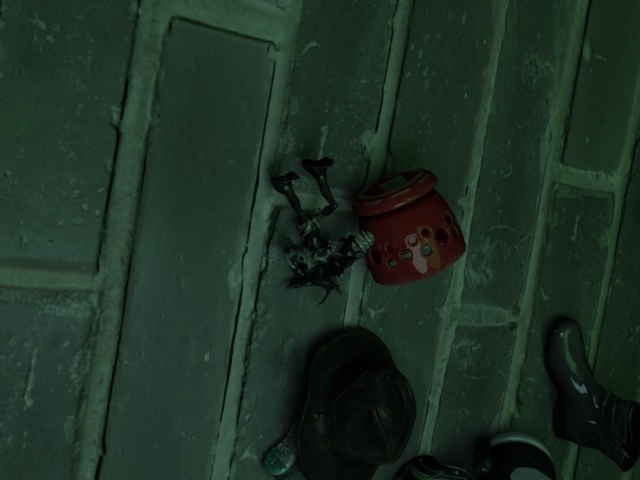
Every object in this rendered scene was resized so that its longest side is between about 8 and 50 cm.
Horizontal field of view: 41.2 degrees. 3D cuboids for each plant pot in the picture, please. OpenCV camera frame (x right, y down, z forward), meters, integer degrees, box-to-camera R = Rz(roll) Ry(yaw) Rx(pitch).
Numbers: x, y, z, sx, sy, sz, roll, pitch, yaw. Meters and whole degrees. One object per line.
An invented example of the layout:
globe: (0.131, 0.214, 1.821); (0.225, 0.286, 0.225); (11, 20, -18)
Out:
plant pot: (0.158, -0.030, 1.611); (0.191, 0.191, 0.174); (-32, 107, -25)

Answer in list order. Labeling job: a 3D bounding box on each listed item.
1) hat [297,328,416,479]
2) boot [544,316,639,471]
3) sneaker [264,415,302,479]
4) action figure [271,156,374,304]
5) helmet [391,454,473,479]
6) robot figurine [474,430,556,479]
hat: (0.103, 0.337, 1.627); (0.331, 0.134, 0.331); (-1, 91, -50)
boot: (0.649, 0.350, 1.980); (0.118, 0.222, 0.338); (-24, 111, -27)
sneaker: (-0.038, 0.399, 1.642); (0.166, 0.065, 0.076); (-39, 138, -22)
action figure: (0.000, 0.000, 1.536); (0.164, 0.141, 0.276); (-22, 111, -13)
helmet: (0.239, 0.543, 1.780); (0.169, 0.161, 0.169); (-7, 102, -33)
robot figurine: (0.424, 0.542, 1.848); (0.173, 0.278, 0.209); (-1, 118, 11)
